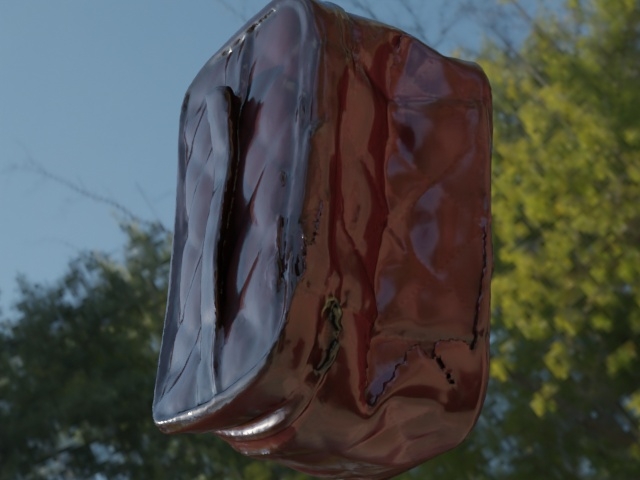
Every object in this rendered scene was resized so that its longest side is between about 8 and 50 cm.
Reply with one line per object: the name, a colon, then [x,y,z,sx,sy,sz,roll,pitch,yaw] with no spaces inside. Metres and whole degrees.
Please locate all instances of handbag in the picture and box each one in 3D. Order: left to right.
handbag: [0.000,0.000,0.748,0.135,0.225,0.146,18,-29,-26]
